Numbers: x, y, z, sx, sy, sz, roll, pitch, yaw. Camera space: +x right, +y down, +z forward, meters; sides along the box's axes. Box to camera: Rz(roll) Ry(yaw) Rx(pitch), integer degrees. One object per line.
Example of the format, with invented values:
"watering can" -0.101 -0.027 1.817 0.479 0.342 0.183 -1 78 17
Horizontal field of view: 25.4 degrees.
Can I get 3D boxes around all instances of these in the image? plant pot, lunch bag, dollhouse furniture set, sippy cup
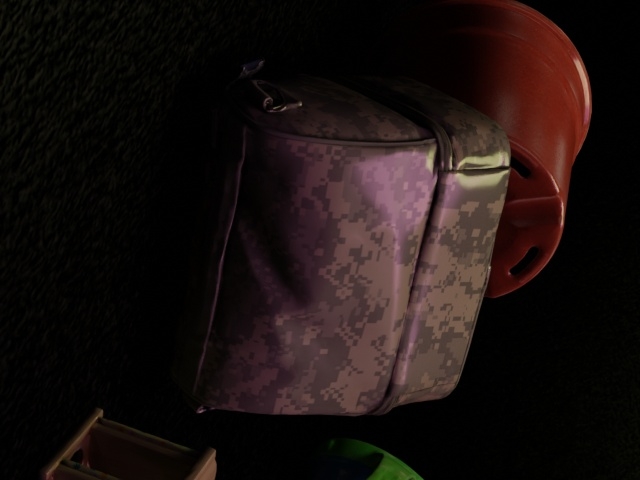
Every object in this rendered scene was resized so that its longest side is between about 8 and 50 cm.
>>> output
"plant pot" 0.156 -0.088 1.512 0.265 0.272 0.272 -76 176 -59
"lunch bag" 0.000 0.000 1.266 0.256 0.212 0.305 -8 121 -41
"dollhouse furniture set" -0.125 0.246 1.145 0.101 0.182 0.161 -52 156 -55
"sippy cup" 0.028 0.430 1.954 0.224 0.240 0.305 -49 133 -36
